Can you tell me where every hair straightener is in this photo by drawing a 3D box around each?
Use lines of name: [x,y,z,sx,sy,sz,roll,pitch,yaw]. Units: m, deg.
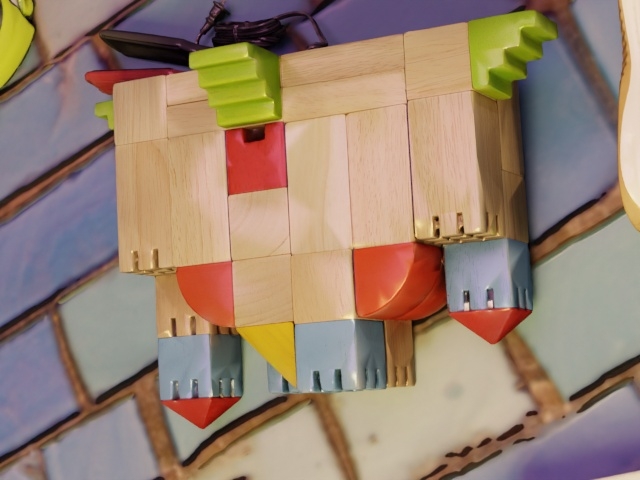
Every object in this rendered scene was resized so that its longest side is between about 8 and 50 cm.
hair straightener: [-0.090,-0.165,1.249,0.230,0.047,0.089,2,70,34]

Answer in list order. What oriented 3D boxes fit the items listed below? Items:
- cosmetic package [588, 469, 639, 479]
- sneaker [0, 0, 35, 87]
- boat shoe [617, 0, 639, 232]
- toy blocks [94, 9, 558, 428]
cosmetic package: [0.226,0.203,0.952,0.231,0.085,0.117,-15,68,25]
sneaker: [-0.376,-0.118,1.340,0.111,0.121,0.300,24,86,31]
boat shoe: [0.259,-0.143,1.044,0.096,0.098,0.277,-3,81,26]
toy blocks: [0.000,0.000,1.100,0.381,0.191,0.261,-7,82,26]
